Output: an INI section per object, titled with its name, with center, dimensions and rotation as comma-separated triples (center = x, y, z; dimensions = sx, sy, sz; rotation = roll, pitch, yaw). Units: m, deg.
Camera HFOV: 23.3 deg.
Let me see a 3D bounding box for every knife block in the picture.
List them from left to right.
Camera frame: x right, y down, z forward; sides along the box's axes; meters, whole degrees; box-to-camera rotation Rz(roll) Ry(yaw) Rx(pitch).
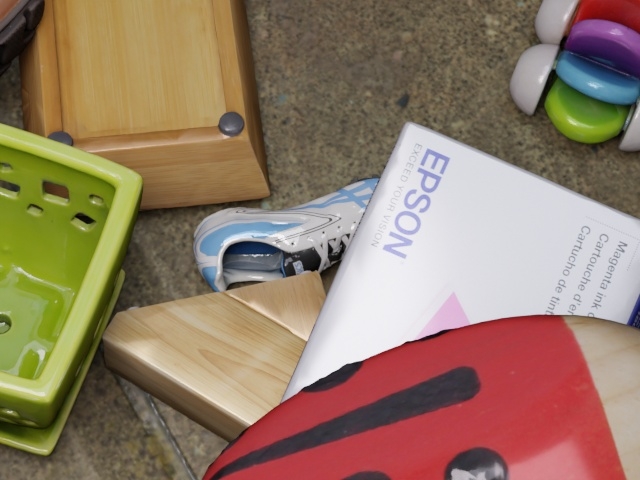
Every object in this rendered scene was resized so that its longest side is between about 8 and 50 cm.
[knife block]
center = -0.038, 0.160, 1.381
dimensions = 0.276, 0.088, 0.242
rotation = -11, 68, -10

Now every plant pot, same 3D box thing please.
[plant pot]
center = -0.291, 0.047, 1.339
dimensions = 0.228, 0.207, 0.227
rotation = 18, 62, 3

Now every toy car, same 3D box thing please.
[toy car]
center = 0.285, -0.187, 1.535
dimensions = 0.159, 0.136, 0.182
rotation = 23, 67, 4

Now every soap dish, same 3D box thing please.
[soap dish]
center = -0.176, -0.173, 1.497
dimensions = 0.229, 0.118, 0.290
rotation = -5, 68, -8

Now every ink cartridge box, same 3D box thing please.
[ink cartridge box]
center = 0.156, 0.111, 1.296
dimensions = 0.330, 0.071, 0.324
rotation = 23, 85, 5

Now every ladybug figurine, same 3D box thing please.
[ladybug figurine]
center = 0.081, 0.180, 1.104
dimensions = 0.449, 0.161, 0.305
rotation = -23, 28, 2

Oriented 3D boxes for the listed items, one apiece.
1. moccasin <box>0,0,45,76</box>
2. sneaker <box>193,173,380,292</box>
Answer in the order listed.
[moccasin]
center = -0.422, -0.144, 1.395
dimensions = 0.380, 0.139, 0.147
rotation = -33, 89, 3
[sneaker]
center = 0.000, 0.000, 1.453
dimensions = 0.237, 0.085, 0.086
rotation = -12, 52, -4
